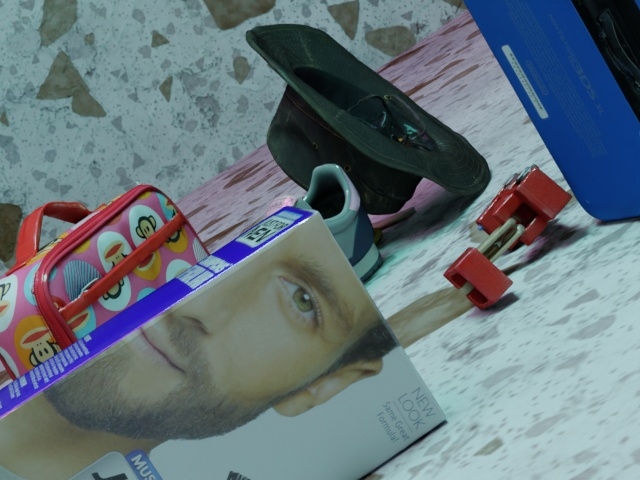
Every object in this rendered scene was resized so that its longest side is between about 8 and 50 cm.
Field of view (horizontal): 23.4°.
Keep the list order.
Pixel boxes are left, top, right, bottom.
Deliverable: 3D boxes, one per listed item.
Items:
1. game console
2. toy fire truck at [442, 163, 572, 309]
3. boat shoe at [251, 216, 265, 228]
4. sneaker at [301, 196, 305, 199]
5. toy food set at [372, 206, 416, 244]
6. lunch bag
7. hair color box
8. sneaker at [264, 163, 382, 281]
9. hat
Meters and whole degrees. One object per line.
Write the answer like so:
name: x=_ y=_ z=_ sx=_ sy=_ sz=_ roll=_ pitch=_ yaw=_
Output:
game console: x=0.276 y=-0.186 z=1.271 sx=0.173 sy=0.293 sz=0.250 roll=-34 pitch=9 yaw=-22
toy fire truck: x=0.162 y=-0.002 z=1.389 sx=0.135 sy=0.047 sz=0.192 roll=-49 pitch=1 yaw=-4
boat shoe: x=-0.070 y=0.002 z=2.126 sx=0.048 sy=0.056 sz=0.153 roll=-30 pitch=16 yaw=-21
sneaker: x=-0.038 y=-0.002 z=1.944 sx=0.152 sy=0.084 sz=0.058 roll=-38 pitch=12 yaw=-34
toy food set: x=0.000 y=0.000 z=1.855 sx=0.128 sy=0.071 sz=0.218 roll=-21 pitch=14 yaw=48
lunch bag: x=-0.215 y=0.070 z=1.605 sx=0.120 sy=0.258 sz=0.293 roll=-27 pitch=11 yaw=29
hair color box: x=-0.104 y=0.141 z=1.119 sx=0.339 sy=0.185 sz=0.110 roll=-34 pitch=10 yaw=-10
sneaker: x=-0.048 y=0.029 z=1.621 sx=0.112 sy=0.131 sz=0.319 roll=-3 pitch=25 yaw=30
hat: x=0.029 y=-0.117 z=1.817 sx=0.134 sy=0.331 sz=0.331 roll=-56 pitch=0 yaw=22
